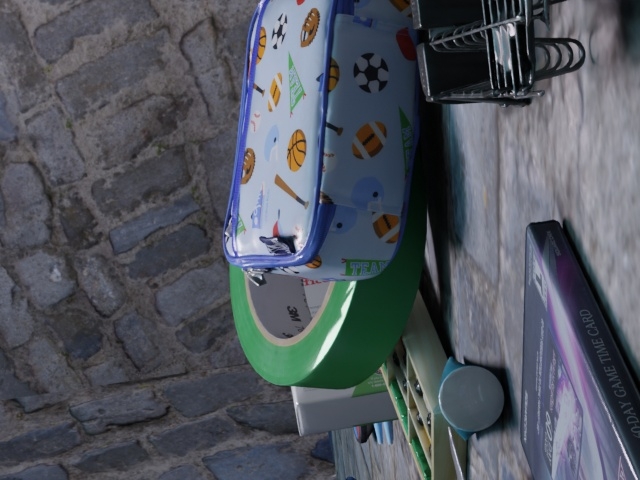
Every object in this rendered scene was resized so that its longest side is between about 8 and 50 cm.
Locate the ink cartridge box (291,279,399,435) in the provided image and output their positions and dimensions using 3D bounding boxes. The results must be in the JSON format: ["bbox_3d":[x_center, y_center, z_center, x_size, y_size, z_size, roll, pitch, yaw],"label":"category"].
[{"bbox_3d":[0.028,0.139,1.757,0.093,0.154,0.212,84,175,-53],"label":"ink cartridge box"}]

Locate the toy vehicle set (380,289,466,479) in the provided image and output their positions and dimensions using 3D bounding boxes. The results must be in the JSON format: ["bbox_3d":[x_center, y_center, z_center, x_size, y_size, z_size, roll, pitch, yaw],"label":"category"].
[{"bbox_3d":[0.098,0.135,1.409,0.267,0.035,0.166,-110,11,-46],"label":"toy vehicle set"}]

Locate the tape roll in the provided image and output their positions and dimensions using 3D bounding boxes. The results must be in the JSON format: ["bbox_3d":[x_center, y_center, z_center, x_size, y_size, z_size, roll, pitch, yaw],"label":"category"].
[{"bbox_3d":[0.000,0.000,1.430,0.321,0.077,0.321,-22,65,59],"label":"tape roll"}]

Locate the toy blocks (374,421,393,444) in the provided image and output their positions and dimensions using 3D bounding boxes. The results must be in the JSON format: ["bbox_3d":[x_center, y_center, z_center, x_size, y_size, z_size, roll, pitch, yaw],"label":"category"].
[{"bbox_3d":[0.081,0.212,1.897,0.123,0.054,0.148,-135,36,-83],"label":"toy blocks"}]

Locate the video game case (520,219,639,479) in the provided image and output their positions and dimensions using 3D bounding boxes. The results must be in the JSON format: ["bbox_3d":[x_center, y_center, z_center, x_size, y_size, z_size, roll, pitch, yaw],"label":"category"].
[{"bbox_3d":[0.162,0.146,0.756,0.274,0.026,0.196,-102,5,-51],"label":"video game case"}]

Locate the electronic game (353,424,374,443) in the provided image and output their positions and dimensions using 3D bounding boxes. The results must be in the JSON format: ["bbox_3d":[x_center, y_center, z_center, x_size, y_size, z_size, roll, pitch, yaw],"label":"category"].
[{"bbox_3d":[0.059,0.250,2.365,0.229,0.048,0.229,172,90,-86],"label":"electronic game"}]

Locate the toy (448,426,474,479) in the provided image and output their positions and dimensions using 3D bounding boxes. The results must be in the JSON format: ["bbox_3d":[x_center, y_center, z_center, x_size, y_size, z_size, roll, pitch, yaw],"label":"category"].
[{"bbox_3d":[0.143,0.243,1.012,0.237,0.056,0.137,78,177,-59],"label":"toy"}]

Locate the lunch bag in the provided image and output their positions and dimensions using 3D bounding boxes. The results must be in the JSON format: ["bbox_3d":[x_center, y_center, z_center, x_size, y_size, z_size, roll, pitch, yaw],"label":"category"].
[{"bbox_3d":[-0.009,-0.101,1.273,0.243,0.115,0.303,0,81,62],"label":"lunch bag"}]

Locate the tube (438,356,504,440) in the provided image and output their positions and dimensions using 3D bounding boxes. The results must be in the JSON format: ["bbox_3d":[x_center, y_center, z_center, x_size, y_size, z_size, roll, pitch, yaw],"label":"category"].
[{"bbox_3d":[0.125,0.139,1.150,0.207,0.052,0.080,70,-164,-83],"label":"tube"}]

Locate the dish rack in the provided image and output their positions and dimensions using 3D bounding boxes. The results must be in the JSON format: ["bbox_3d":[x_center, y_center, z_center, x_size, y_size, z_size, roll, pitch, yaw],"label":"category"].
[{"bbox_3d":[0.095,-0.174,0.736,0.271,0.074,0.208,-139,39,-82],"label":"dish rack"}]

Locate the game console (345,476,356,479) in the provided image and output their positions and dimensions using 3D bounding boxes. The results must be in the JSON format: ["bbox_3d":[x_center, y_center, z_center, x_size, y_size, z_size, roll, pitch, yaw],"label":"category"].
[{"bbox_3d":[0.041,0.510,1.770,0.293,0.250,0.173,59,-168,28],"label":"game console"}]
